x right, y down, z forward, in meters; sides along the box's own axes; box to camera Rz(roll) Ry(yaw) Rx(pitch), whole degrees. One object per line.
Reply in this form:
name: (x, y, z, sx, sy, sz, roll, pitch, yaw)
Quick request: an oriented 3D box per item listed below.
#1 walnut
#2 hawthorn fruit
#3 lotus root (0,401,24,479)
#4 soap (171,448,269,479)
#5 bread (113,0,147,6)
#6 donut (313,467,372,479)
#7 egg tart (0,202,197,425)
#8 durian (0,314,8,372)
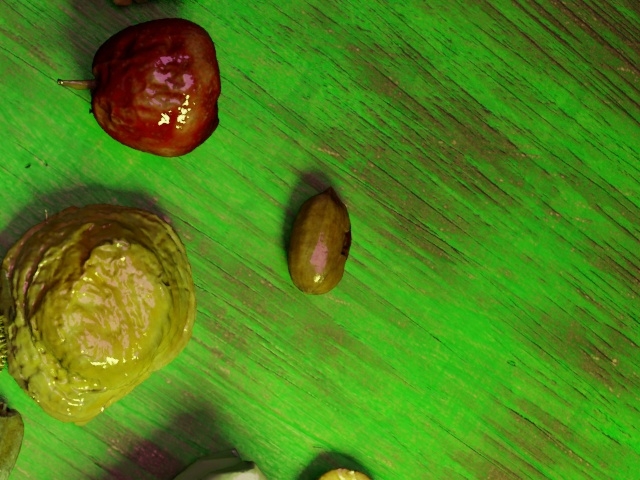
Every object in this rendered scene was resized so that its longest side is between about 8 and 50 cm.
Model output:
walnut: (0.000, 0.000, 1.856, 0.115, 0.116, 0.207, 14, 72, -18)
hawthorn fruit: (-0.299, -0.252, 1.730, 0.266, 0.210, 0.230, -2, 97, -7)
lotus root: (-0.535, 0.344, 1.625, 0.113, 0.088, 0.192, 25, 76, -22)
soap: (-0.202, 0.586, 1.653, 0.435, 0.213, 0.350, -35, 97, -20)
bread: (-0.286, -0.487, 1.819, 0.225, 0.081, 0.134, -11, 89, -22)
donut: (0.041, 0.490, 1.824, 0.184, 0.073, 0.166, 40, 73, -10)
egg tart: (-0.361, 0.095, 1.687, 0.351, 0.153, 0.340, -29, 91, -22)
durian: (-0.558, 0.142, 1.608, 0.237, 0.193, 0.138, -58, 145, -6)
